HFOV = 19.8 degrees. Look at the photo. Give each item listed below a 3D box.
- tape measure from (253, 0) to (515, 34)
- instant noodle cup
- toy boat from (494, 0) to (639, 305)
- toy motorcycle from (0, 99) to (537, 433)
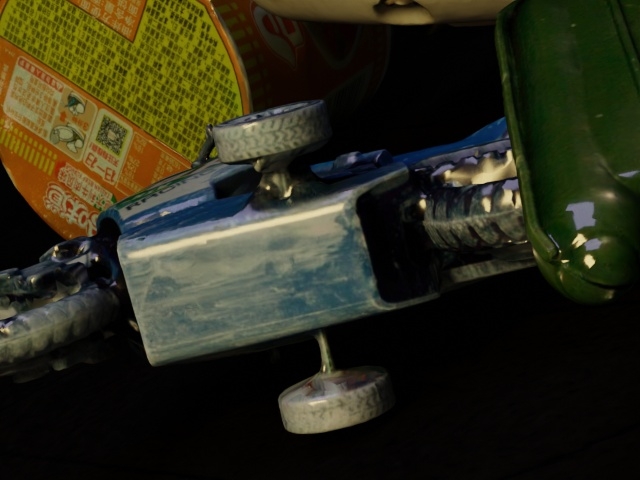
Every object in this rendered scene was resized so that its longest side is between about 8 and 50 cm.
[{"bbox_3d":[0.092,-0.156,0.836,0.265,0.130,0.258,-6,11,-11],"label":"tape measure"},{"bbox_3d":[-0.055,-0.093,0.955,0.168,0.168,0.185,-19,7,35],"label":"instant noodle cup"},{"bbox_3d":[0.095,-0.029,0.451,0.104,0.052,0.210,7,27,-3],"label":"toy boat"},{"bbox_3d":[0.000,0.000,0.577,0.254,0.092,0.135,-13,7,20],"label":"toy motorcycle"}]
